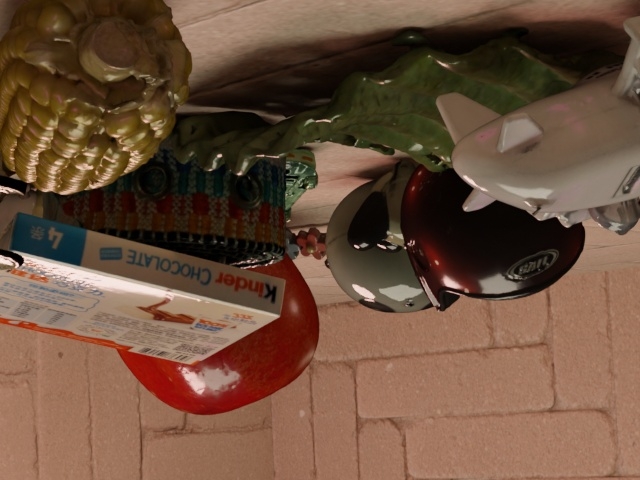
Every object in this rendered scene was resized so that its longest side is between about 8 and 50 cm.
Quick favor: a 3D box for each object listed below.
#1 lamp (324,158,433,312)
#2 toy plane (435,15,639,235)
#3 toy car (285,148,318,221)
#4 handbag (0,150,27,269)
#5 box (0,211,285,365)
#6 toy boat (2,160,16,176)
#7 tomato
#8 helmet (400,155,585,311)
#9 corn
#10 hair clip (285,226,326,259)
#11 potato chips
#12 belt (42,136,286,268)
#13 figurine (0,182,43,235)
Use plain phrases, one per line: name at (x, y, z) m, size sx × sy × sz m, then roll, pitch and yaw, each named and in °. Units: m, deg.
lamp at (0.104, -0.004, 1.828) m, size 0.198 × 0.198 × 0.244 m, roll -3°, pitch 165°, yaw -2°
toy plane at (0.219, -0.084, 1.151) m, size 0.252 × 0.118 × 0.252 m, roll -16°, pitch 153°, yaw -9°
toy car at (-0.067, -0.066, 1.695) m, size 0.093 × 0.058 × 0.186 m, roll 0°, pitch 161°, yaw -19°
handbag at (-0.444, -0.050, 1.235) m, size 0.358 × 0.160 × 0.237 m, roll -9°, pitch 165°, yaw 39°
box at (-0.208, 0.057, 1.475) m, size 0.273 × 0.048 × 0.265 m, roll 16°, pitch 160°, yaw -21°
toy boat at (-0.293, -0.089, 1.415) m, size 0.047 × 0.049 × 0.149 m, roll 3°, pitch 171°, yaw -40°
tomato at (-0.166, 0.118, 2.241) m, size 0.293 × 0.290 × 0.325 m, roll -24°, pitch -178°, yaw -31°
helmet at (0.185, -0.021, 1.588) m, size 0.189 × 0.193 × 0.216 m, roll -22°, pitch -144°, yaw -9°
corn at (-0.172, -0.100, 1.038) m, size 0.130 × 0.130 × 0.347 m, roll -1°, pitch 174°, yaw -18°
hair clip at (-0.001, 0.004, 2.336) m, size 0.214 × 0.062 × 0.056 m, roll -7°, pitch -146°, yaw 20°
potato chips at (0.078, -0.099, 1.307) m, size 0.389 × 0.097 × 0.373 m, roll 0°, pitch 172°, yaw -34°
belt at (-0.163, -0.037, 1.488) m, size 0.257 × 0.150 × 0.207 m, roll -1°, pitch 169°, yaw 11°
figurine at (-0.379, 0.011, 1.803) m, size 0.093 × 0.147 × 0.197 m, roll 22°, pitch 121°, yaw -22°
